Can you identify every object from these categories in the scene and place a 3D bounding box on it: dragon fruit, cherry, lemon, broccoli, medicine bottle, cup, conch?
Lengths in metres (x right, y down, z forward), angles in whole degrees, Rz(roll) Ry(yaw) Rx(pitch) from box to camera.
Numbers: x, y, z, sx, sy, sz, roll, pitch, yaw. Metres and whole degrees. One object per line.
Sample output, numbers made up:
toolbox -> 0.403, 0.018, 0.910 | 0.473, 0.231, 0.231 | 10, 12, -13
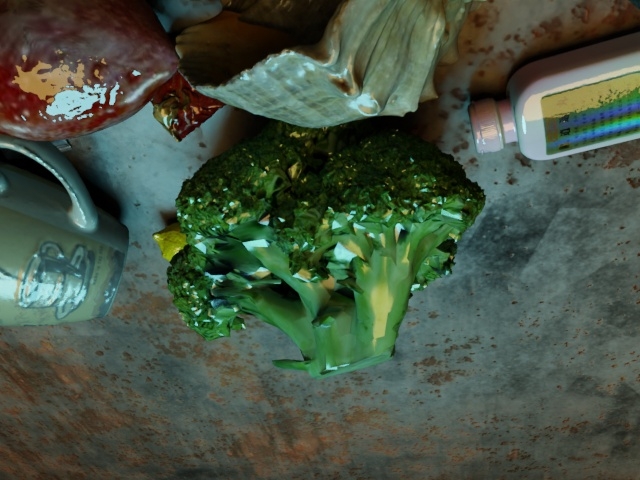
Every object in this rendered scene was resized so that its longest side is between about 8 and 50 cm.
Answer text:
dragon fruit -> -0.148, -0.177, 0.669 | 0.162, 0.106, 0.083 | -27, 126, 30
cherry -> -0.261, -0.192, 0.601 | 0.249, 0.192, 0.175 | 6, 160, 5
lemon -> -0.204, 0.005, 0.877 | 0.092, 0.065, 0.065 | 21, 133, -28
broccoli -> 0.005, 0.002, 0.707 | 0.413, 0.321, 0.310 | -26, 98, 29
medicine bottle -> 0.283, -0.155, 0.679 | 0.219, 0.078, 0.115 | -12, 134, 16
cup -> -0.385, -0.017, 0.783 | 0.257, 0.227, 0.301 | 13, 130, -27
conch -> 0.028, -0.203, 0.530 | 0.210, 0.297, 0.352 | 42, 147, -26

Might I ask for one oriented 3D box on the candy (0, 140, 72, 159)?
candy -> -0.391, -0.155, 0.756 | 0.088, 0.038, 0.136 | -17, 140, 1

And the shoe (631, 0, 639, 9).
shoe -> 0.308, -0.283, 0.560 | 0.194, 0.074, 0.077 | 36, 121, -25
